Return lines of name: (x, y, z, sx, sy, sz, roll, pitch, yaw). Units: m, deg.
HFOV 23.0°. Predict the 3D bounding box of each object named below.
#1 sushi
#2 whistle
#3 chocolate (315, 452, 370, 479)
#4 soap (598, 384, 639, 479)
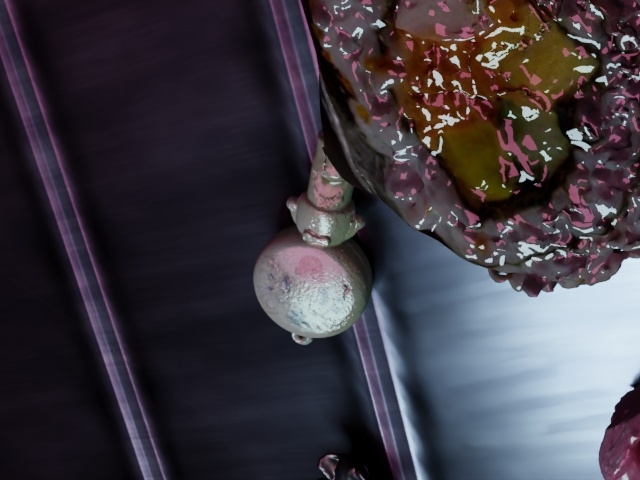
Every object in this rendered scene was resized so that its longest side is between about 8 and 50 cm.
sushi: (0.163, -0.148, 1.320, 0.417, 0.176, 0.417, 24, 133, 28)
whistle: (0.000, 0.000, 1.629, 0.126, 0.067, 0.258, 16, 123, 9)
chocolate: (0.048, 0.398, 1.816, 0.148, 0.126, 0.343, 2, 119, 45)
soap: (0.449, 0.251, 1.448, 0.359, 0.128, 0.233, 46, 132, -1)
